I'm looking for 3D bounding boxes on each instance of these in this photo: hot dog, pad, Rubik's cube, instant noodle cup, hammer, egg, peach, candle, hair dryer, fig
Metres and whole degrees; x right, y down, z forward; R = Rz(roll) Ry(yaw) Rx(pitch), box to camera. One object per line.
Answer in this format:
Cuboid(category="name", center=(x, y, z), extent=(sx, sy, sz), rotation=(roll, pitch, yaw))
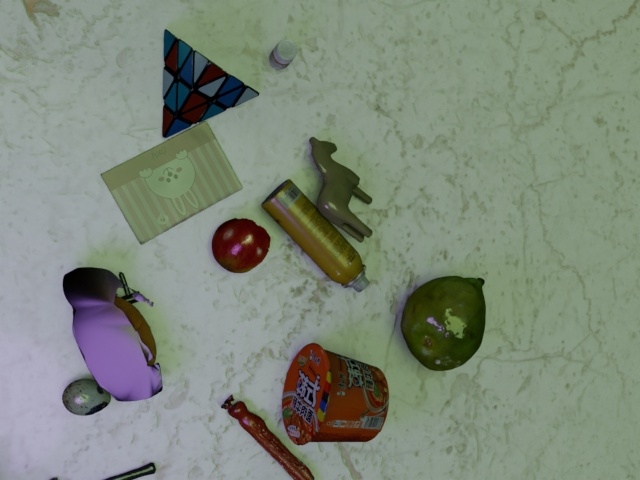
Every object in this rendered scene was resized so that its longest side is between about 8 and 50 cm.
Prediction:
Cuboid(category="hot dog", center=(-0.473, 0.211, 1.634), extent=(0.194, 0.107, 0.326), rotation=(-11, 91, -5))
Cuboid(category="pad", center=(-0.369, -0.148, 1.741), extent=(0.299, 0.005, 0.202), rotation=(-30, 97, -17))
Cuboid(category="Rubik's cube", center=(-0.303, -0.370, 1.654), extent=(0.284, 0.234, 0.250), rotation=(38, 78, -14))
Cuboid(category="instant noodle cup", center=(0.041, 0.399, 1.741), extent=(0.192, 0.250, 0.251), rotation=(16, 83, -25))
Cuboid(category="hammer", center=(-0.515, 0.588, 1.652), extent=(0.246, 0.029, 0.103), rotation=(-12, 91, -20))
Cuboid(category="egg", center=(-0.547, 0.368, 1.619), extent=(0.110, 0.085, 0.085), rotation=(18, 82, -28))
Cuboid(category="peach", center=(-0.202, 0.014, 1.730), extent=(0.151, 0.118, 0.151), rotation=(0, 84, -4))
Cuboid(category="candle", center=(-0.127, 0.518, 1.774), extent=(0.051, 0.048, 0.329), rotation=(-42, 102, -2))
Cuboid(category="hair dryer", center=(-0.472, 0.115, 1.689), extent=(0.047, 0.026, 0.083), rotation=(-21, 87, -20))
Cuboid(category="fig", center=(0.337, 0.196, 1.890), extent=(0.233, 0.233, 0.314), rotation=(35, 34, -14))

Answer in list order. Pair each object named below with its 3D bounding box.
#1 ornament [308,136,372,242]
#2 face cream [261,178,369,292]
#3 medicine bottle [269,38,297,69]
Cuboid(category="ornament", center=(0.049, -0.147, 1.823), extent=(0.244, 0.061, 0.230), rotation=(36, 47, -22))
Cuboid(category="face cream", center=(0.000, 0.000, 1.806), extent=(0.349, 0.105, 0.105), rotation=(46, 75, -12))
Cuboid(category="medicine bottle", center=(-0.098, -0.484, 1.802), extent=(0.057, 0.089, 0.057), rotation=(1, 86, -18))
